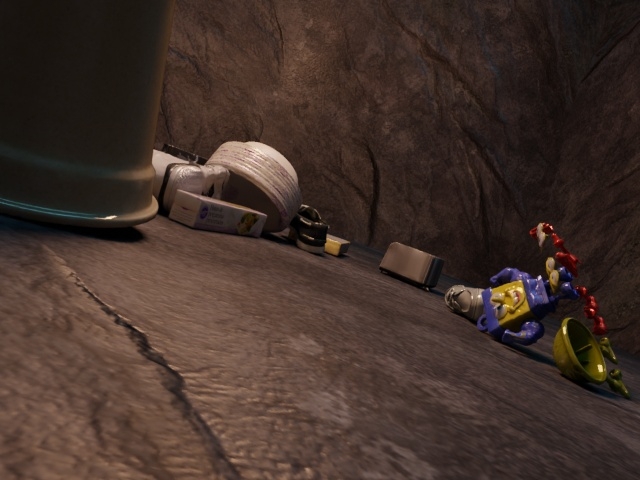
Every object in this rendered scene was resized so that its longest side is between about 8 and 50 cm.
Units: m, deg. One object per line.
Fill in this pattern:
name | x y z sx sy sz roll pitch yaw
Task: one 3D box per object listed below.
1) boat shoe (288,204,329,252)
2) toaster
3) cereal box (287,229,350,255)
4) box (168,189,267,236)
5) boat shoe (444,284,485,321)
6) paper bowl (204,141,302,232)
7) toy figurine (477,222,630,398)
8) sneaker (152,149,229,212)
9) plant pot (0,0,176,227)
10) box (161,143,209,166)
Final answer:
boat shoe | -0.039 -0.057 1.591 0.115 0.091 0.302 9 19 -24
toaster | 0.304 0.084 1.711 0.186 0.110 0.168 22 5 27
cereal box | 0.000 0.000 1.770 0.173 0.047 0.240 19 4 10
box | -0.220 -0.055 1.204 0.067 0.063 0.324 20 3 19
boat shoe | 0.349 0.151 1.308 0.081 0.079 0.227 12 -2 5
paper bowl | -0.179 -0.163 1.494 0.284 0.148 0.284 27 -26 14
toy figurine | 0.425 0.165 1.067 0.191 0.217 0.362 35 40 -31
sneaker | -0.355 -0.149 1.261 0.210 0.137 0.366 22 6 4
plant pot | -0.334 -0.220 0.685 0.334 0.305 0.334 21 13 -5
box | -0.424 -0.204 1.673 0.180 0.147 0.078 19 3 -29
